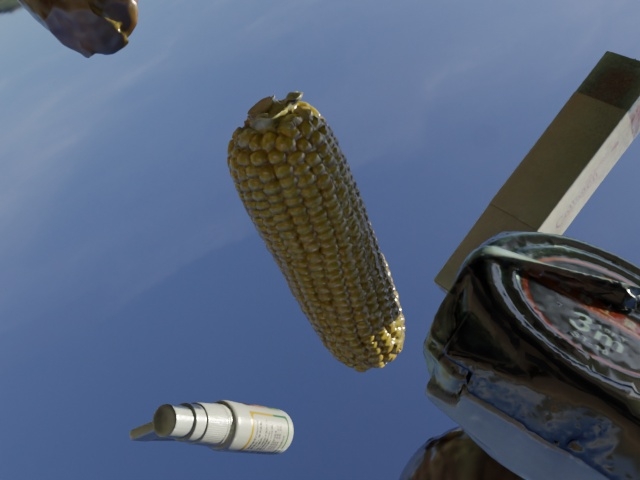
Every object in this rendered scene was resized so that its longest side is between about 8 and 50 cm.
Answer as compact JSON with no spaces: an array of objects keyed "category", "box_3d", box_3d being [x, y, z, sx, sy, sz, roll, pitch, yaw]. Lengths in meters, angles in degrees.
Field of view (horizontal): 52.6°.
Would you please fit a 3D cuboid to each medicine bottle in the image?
[{"category":"medicine bottle","box_3d":[-0.129,0.234,0.803,0.092,0.220,0.061,-25,-119,22]}]

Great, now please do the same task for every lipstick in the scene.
[{"category":"lipstick","box_3d":[0.292,-0.066,0.827,0.080,0.076,0.371,36,-91,37]}]

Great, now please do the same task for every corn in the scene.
[{"category":"corn","box_3d":[0.000,0.000,0.825,0.144,0.387,0.144,-17,-152,9]}]

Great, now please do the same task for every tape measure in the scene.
[{"category":"tape measure","box_3d":[0.160,0.077,0.405,0.182,0.107,0.181,33,-145,23]}]

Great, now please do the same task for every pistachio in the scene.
[{"category":"pistachio","box_3d":[-0.163,-0.178,0.372,0.173,0.049,0.089,48,-61,18]}]

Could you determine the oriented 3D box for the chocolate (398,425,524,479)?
[{"category":"chocolate","box_3d":[0.212,0.263,0.567,0.340,0.225,0.210,-4,-128,28]}]
